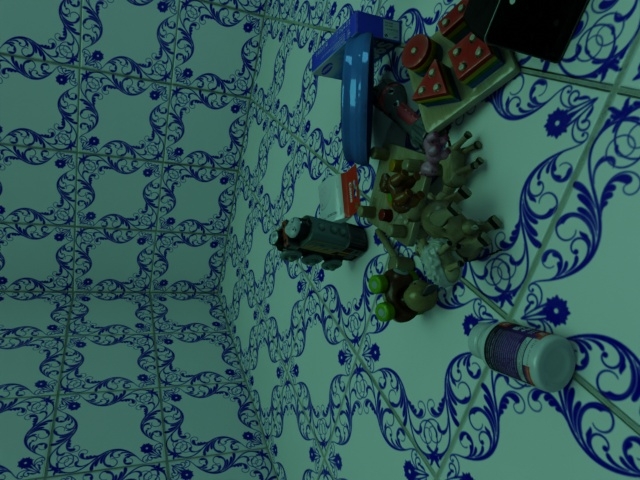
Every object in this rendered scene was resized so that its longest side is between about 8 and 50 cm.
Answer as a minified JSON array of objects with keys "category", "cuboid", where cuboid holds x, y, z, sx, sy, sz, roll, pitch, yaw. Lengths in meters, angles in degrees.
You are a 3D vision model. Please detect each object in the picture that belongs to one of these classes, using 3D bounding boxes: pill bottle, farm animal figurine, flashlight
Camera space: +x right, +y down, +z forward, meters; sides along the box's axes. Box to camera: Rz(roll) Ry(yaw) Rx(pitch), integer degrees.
[{"category":"pill bottle","cuboid":[0.394,0.224,0.955,0.194,0.108,0.107,-174,87,-65]},{"category":"farm animal figurine","cuboid":[0.282,-0.080,1.122,0.326,0.331,0.172,58,145,6]},{"category":"flashlight","cuboid":[0.254,-0.370,1.362,0.103,0.103,0.304,-36,42,4]}]

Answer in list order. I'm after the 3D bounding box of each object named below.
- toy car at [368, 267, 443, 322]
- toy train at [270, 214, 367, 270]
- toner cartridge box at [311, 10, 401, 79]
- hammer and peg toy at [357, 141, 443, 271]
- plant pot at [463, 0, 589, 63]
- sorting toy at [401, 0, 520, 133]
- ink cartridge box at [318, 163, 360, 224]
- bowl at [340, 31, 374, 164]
[{"category":"toy car","cuboid":[0.251,0.130,1.239,0.188,0.155,0.148,-27,72,49]},{"category":"toy train","cuboid":[0.000,0.000,1.612,0.190,0.334,0.142,-36,51,42]},{"category":"toner cartridge box","cuboid":[0.112,-0.652,1.622,0.348,0.165,0.075,174,99,-66]},{"category":"hammer and peg toy","cuboid":[0.208,-0.091,1.380,0.266,0.128,0.360,-136,54,-59]},{"category":"plant pot","cuboid":[0.402,-0.486,0.954,0.167,0.188,0.187,-113,34,-56]},{"category":"sorting toy","cuboid":[0.314,-0.441,1.161,0.256,0.090,0.256,-34,55,42]},{"category":"ink cartridge box","cuboid":[0.066,-0.163,1.795,0.232,0.066,0.188,138,130,-63]},{"category":"bowl","cuboid":[0.117,-0.426,1.450,0.391,0.077,0.390,2,-90,-82]}]
